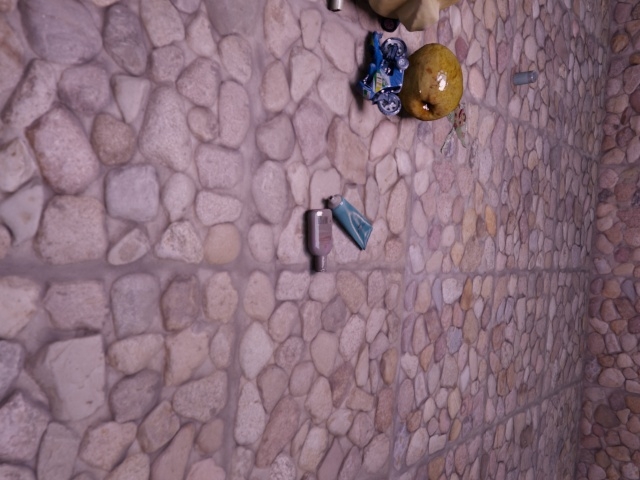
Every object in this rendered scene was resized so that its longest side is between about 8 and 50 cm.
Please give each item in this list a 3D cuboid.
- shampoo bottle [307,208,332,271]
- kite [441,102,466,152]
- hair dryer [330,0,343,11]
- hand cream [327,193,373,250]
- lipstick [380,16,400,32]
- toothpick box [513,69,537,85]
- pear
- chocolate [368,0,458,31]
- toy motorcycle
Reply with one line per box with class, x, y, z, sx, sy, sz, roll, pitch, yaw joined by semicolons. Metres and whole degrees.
shampoo bottle;0.000;0.000;1.306;0.079;0.040;0.165;-7;99;-46
kite;0.486;-0.406;1.793;0.229;0.012;0.250;47;63;-36
hair dryer;0.001;-0.667;1.252;0.199;0.067;0.168;-22;115;-31
hand cream;0.085;-0.057;1.392;0.224;0.048;0.083;42;62;-45
lipstick;0.254;-0.718;1.500;0.053;0.053;0.234;54;56;-34
toothpick box;0.871;-0.692;2.109;0.052;0.083;0.052;-5;97;-46
pear;0.331;-0.464;1.498;0.211;0.188;0.229;-64;145;-26
chocolate;0.245;-0.724;1.282;0.325;0.313;0.298;2;84;-47
toy motorcycle;0.170;-0.472;1.395;0.135;0.092;0.255;9;75;-2
